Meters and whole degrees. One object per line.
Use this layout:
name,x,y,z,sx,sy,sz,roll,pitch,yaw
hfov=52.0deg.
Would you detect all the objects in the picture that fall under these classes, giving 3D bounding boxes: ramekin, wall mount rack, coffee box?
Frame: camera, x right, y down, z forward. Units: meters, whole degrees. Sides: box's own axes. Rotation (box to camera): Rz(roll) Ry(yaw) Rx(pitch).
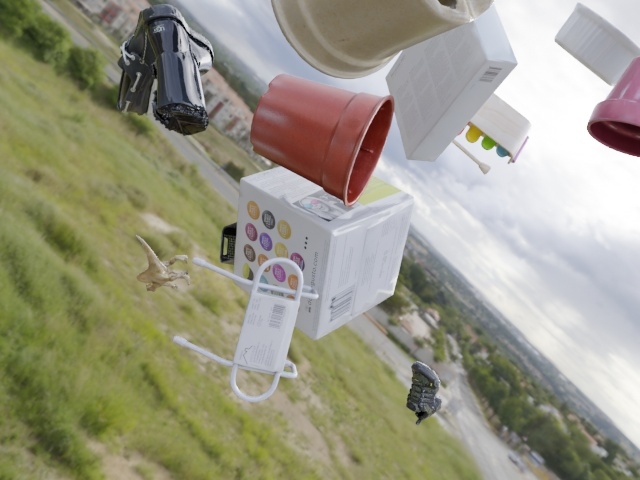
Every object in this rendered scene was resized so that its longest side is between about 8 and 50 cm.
ramekin,0.870,-0.609,2.062,0.277,0.135,0.277,31,24,-16
wall mount rack,-0.178,0.187,1.542,0.304,0.350,0.130,14,7,-10
coffee box,0.000,0.000,1.787,0.334,0.337,0.338,31,38,32

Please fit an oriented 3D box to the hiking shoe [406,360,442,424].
hiking shoe,0.323,0.490,2.094,0.086,0.114,0.227,15,-46,45

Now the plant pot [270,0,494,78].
plant pot,0.130,-0.459,1.122,0.334,0.334,0.305,39,-16,-32

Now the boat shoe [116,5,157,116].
boat shoe,-0.412,-0.394,1.484,0.091,0.302,0.114,-3,53,-21

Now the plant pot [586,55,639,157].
plant pot,0.727,-0.303,1.464,0.201,0.180,0.201,24,-3,1

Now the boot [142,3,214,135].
boot,-0.254,-0.292,1.227,0.246,0.094,0.207,42,37,-80

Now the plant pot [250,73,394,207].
plant pot,-0.003,-0.252,1.529,0.265,0.272,0.272,23,2,12

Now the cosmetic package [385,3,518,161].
cosmetic package,0.306,-0.419,1.631,0.097,0.377,0.284,1,61,-24

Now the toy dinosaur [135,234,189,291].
toy dinosaur,-0.284,0.056,1.178,0.183,0.092,0.053,106,-25,-57

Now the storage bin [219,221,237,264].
storage bin,-0.234,0.008,2.059,0.084,0.122,0.180,13,-17,-36

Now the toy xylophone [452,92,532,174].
toy xylophone,0.454,-0.335,1.889,0.322,0.236,0.081,43,-12,-6
